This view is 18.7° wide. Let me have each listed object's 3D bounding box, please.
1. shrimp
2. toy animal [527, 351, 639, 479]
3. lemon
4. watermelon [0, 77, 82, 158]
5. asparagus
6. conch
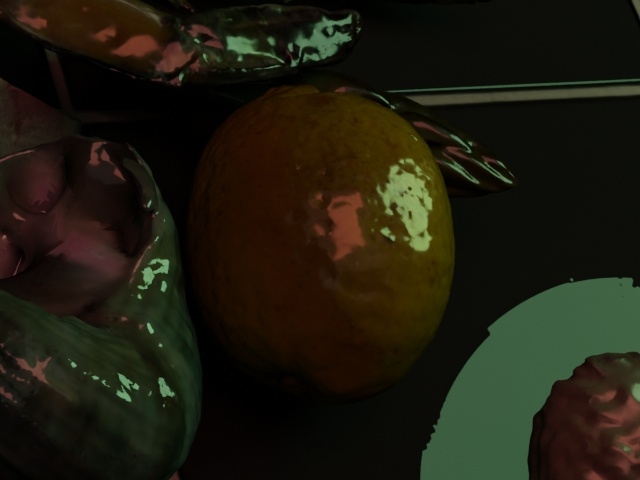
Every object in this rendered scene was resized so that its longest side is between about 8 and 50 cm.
[{"bbox_3d":[-0.056,-0.185,1.308,0.445,0.085,0.272,1,39,-26],"label":"shrimp"},{"bbox_3d":[0.274,0.219,1.180,0.358,0.188,0.226,19,64,-14],"label":"toy animal"},{"bbox_3d":[0.000,0.000,1.204,0.170,0.170,0.207,9,69,-20],"label":"lemon"},{"bbox_3d":[-0.258,-0.074,1.213,0.202,0.136,0.207,38,7,-47],"label":"watermelon"},{"bbox_3d":[-0.005,-0.079,1.310,0.287,0.080,0.080,15,54,-1],"label":"asparagus"},{"bbox_3d":[-0.168,0.066,1.092,0.220,0.195,0.277,39,74,16],"label":"conch"}]
